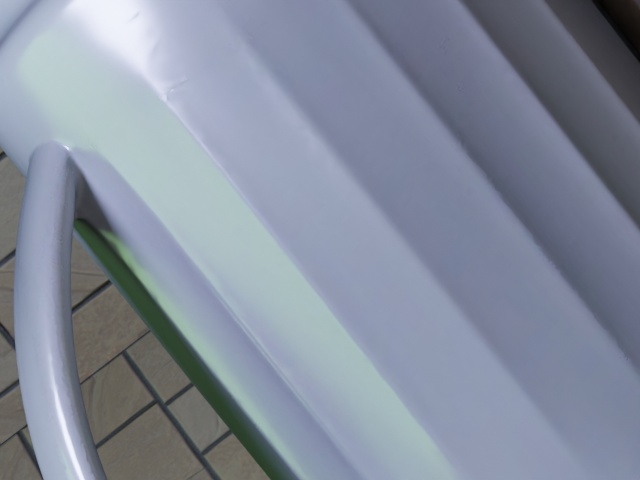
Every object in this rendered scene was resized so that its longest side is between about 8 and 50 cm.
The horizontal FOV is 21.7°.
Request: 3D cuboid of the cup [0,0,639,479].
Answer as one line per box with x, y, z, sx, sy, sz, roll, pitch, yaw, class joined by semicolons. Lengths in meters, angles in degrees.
0.000;0.000;0.691;0.327;0.323;0.237;51;151;-2;cup
